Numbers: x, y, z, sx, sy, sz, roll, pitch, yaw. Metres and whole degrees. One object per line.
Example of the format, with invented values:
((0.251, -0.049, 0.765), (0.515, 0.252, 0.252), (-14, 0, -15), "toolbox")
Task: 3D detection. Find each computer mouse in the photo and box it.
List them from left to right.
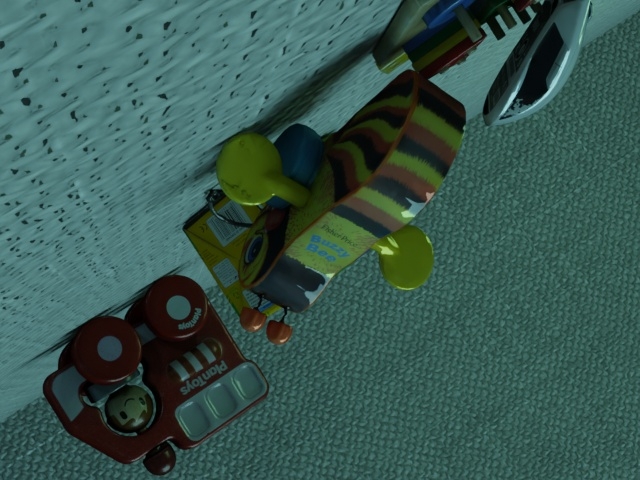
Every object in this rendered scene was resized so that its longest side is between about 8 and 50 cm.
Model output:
((0.185, -0.162, 0.665), (0.193, 0.042, 0.106), (-61, -173, 32), "computer mouse")

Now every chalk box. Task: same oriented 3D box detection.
((-0.017, -0.021, 0.977), (0.132, 0.132, 0.213), (-34, 179, 39), "chalk box")

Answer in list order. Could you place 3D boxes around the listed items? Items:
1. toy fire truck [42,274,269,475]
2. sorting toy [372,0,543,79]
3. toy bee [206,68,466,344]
((-0.254, 0.217, 1.382), (0.302, 0.254, 0.169), (-33, 179, -31), "toy fire truck")
((0.112, -0.165, 0.643), (0.132, 0.046, 0.274), (-33, 179, -10), "sorting toy")
((0.000, 0.000, 0.717), (0.298, 0.195, 0.162), (120, -16, -59), "toy bee")
